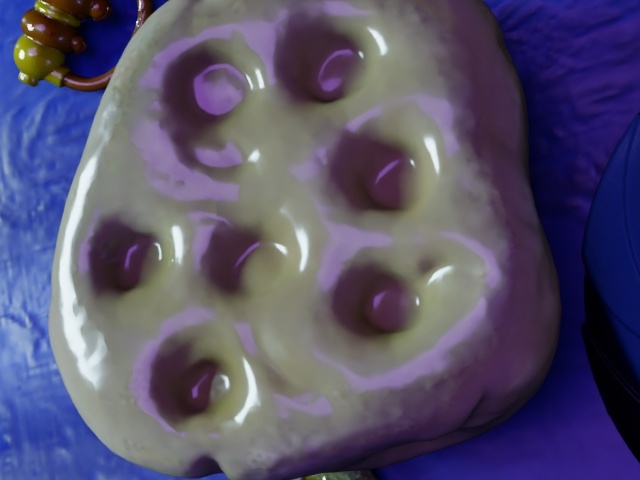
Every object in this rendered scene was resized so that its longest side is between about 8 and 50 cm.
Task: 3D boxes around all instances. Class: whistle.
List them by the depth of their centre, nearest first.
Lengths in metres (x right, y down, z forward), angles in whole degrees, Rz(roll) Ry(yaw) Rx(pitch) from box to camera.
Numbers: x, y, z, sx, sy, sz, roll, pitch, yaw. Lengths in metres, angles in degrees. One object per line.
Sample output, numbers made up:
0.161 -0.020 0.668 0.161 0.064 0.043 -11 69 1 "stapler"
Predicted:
-0.112 -0.123 0.706 0.109 0.057 0.046 -70 22 8 "whistle"

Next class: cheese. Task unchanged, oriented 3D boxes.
0.000 0.000 0.592 0.218 0.117 0.235 43 96 20 "cheese"

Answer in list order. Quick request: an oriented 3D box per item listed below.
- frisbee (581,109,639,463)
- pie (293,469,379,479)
0.217 0.014 0.546 0.242 0.045 0.242 -4 79 21 "frisbee"
0.000 0.135 0.621 0.084 0.021 0.084 -4 79 21 "pie"
